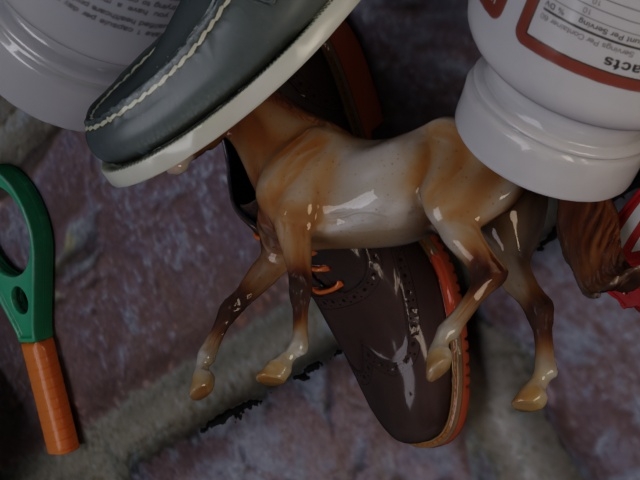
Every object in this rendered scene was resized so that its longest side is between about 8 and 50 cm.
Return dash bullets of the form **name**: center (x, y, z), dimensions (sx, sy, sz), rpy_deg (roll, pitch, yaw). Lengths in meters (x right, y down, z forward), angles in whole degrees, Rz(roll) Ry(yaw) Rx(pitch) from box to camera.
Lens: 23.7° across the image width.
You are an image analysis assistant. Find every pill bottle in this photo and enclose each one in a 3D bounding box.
- **pill bottle**: center (0.136, -0.128, 0.665), dimensions (0.121, 0.121, 0.216), rpy_deg (42, 131, 28)
- **pill bottle**: center (-0.096, -0.199, 0.849), dimensions (0.160, 0.160, 0.283), rpy_deg (53, 135, 18)

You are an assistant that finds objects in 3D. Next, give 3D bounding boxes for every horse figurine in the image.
- **horse figurine**: center (0.035, -0.005, 0.757), dimensions (0.263, 0.066, 0.175), rpy_deg (-1, 62, 21)

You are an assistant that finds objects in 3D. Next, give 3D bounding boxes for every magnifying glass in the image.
- **magnifying glass**: center (-0.228, 0.054, 1.187), dimensions (0.092, 0.026, 0.231), rpy_deg (-6, 102, 47)

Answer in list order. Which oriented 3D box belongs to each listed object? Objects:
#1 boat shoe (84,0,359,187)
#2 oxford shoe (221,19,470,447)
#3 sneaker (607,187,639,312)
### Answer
- **boat shoe**: center (-0.013, -0.160, 0.719), dimensions (0.319, 0.116, 0.099), rpy_deg (-44, 110, 12)
- **oxford shoe**: center (0.000, 0.000, 0.871), dimensions (0.097, 0.098, 0.271), rpy_deg (-27, 85, 48)
- **sneaker**: center (0.193, 0.061, 0.722), dimensions (0.128, 0.087, 0.221), rpy_deg (15, 104, 51)
